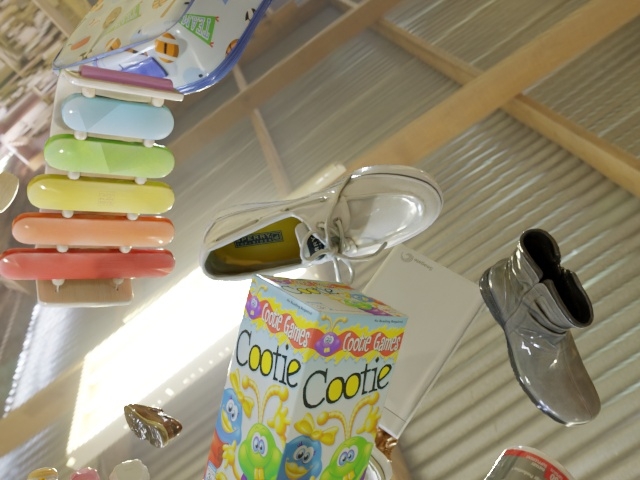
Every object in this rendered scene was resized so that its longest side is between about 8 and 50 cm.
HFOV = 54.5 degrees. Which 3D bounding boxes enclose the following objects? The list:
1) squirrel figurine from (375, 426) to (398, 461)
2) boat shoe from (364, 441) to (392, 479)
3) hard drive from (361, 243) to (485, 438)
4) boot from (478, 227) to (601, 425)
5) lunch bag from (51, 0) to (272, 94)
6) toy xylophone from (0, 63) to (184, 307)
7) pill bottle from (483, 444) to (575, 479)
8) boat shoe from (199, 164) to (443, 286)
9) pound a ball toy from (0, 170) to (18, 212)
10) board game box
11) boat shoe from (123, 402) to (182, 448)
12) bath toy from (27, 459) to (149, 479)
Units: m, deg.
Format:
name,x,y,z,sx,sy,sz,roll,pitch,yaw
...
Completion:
name,x,y,z,sx,sy,sz,roll,pitch,yaw
squirrel figurine,0.159,0.431,1.825,0.370,0.281,0.397,-51,-151,-3
boat shoe,0.081,0.488,1.475,0.103,0.113,0.302,-13,-168,-30
hard drive,0.163,0.197,1.305,0.233,0.047,0.353,30,-107,26
boot,0.290,0.116,0.776,0.083,0.247,0.161,-25,166,-12
lunch bag,-0.214,-0.282,0.829,0.303,0.115,0.243,-2,-124,38
toy xylophone,-0.281,-0.058,0.710,0.236,0.323,0.081,-6,-139,-26
pill bottle,0.332,0.523,1.105,0.161,0.161,0.283,0,-147,48
boat shoe,-0.004,-0.007,0.880,0.366,0.136,0.156,-9,-153,8
pound a ball toy,-0.677,-0.205,1.081,0.208,0.319,0.136,14,-119,17
board game box,-0.022,0.196,0.753,0.142,0.144,0.276,22,-79,50
boat shoe,-0.362,0.390,1.333,0.178,0.064,0.060,9,-160,44
bath toy,-0.604,0.624,1.539,0.348,0.129,0.151,-2,-145,-21
